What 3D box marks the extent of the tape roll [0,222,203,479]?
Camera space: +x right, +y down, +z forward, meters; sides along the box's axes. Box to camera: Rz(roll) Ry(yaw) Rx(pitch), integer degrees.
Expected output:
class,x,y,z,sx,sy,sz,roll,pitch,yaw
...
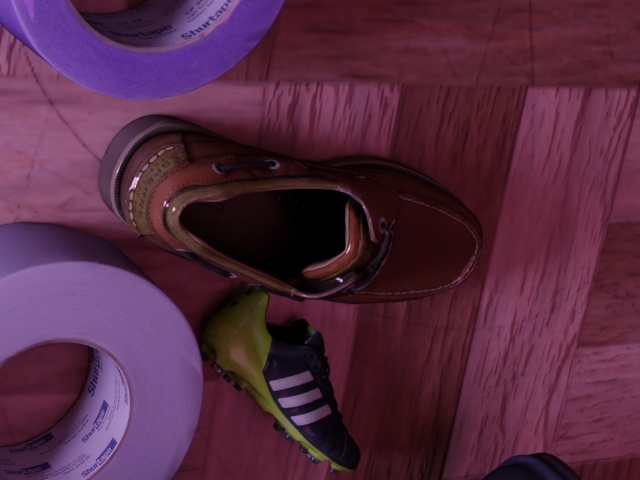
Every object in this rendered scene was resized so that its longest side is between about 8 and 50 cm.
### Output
class,x,y,z,sx,sy,sz,roll,pitch,yaw
tape roll,-0.188,0.101,1.106,0.219,0.072,0.219,-13,118,-27

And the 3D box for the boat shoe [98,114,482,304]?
class,x,y,z,sx,sy,sz,roll,pitch,yaw
boat shoe,0.000,0.000,1.155,0.307,0.104,0.111,9,107,-35

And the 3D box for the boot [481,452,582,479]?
class,x,y,z,sx,sy,sz,roll,pitch,yaw
boot,-0.016,0.346,1.191,0.445,0.146,0.367,-3,113,-36

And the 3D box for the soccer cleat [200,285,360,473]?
class,x,y,z,sx,sy,sz,roll,pitch,yaw
soccer cleat,-0.014,0.104,1.226,0.072,0.060,0.179,-47,125,-7

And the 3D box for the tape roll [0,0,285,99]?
class,x,y,z,sx,sy,sz,roll,pitch,yaw
tape roll,-0.111,-0.184,1.015,0.189,0.080,0.189,-13,118,-26
